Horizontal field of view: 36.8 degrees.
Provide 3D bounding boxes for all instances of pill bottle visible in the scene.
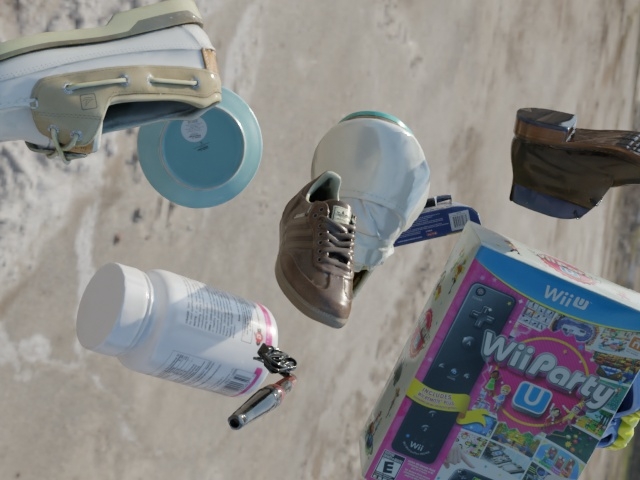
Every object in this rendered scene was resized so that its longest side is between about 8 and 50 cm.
[{"bbox_3d":[-0.220,0.138,1.490,0.283,0.160,0.160,23,74,-38],"label":"pill bottle"}]

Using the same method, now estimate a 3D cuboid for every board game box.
[{"bbox_3d":[0.205,0.162,1.077,0.097,0.224,0.303,-86,-161,-74],"label":"board game box"},{"bbox_3d":[0.145,-0.035,1.558,0.194,0.194,0.060,-108,-175,-83],"label":"board game box"}]

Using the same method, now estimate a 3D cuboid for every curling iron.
[{"bbox_3d":[-0.074,0.184,1.171,0.035,0.068,0.274,-55,178,13],"label":"curling iron"}]

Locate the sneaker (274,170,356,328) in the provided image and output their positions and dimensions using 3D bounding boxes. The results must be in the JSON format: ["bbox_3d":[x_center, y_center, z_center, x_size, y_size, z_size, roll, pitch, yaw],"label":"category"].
[{"bbox_3d":[0.000,0.000,0.861,0.071,0.066,0.188,-58,-156,24],"label":"sneaker"}]

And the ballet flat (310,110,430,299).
[{"bbox_3d":[0.037,-0.004,1.130,0.400,0.139,0.139,111,-3,-68],"label":"ballet flat"}]

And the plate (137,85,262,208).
[{"bbox_3d":[-0.175,-0.138,1.419,0.024,0.188,0.188,-146,-120,-70],"label":"plate"}]

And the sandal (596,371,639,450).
[{"bbox_3d":[0.372,0.213,1.315,0.317,0.138,0.126,87,0,-65],"label":"sandal"}]

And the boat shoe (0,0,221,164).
[{"bbox_3d":[-0.228,-0.126,0.863,0.103,0.302,0.113,66,-20,1],"label":"boat shoe"}]

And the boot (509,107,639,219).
[{"bbox_3d":[0.308,-0.066,1.043,0.082,0.219,0.106,-32,137,-52],"label":"boot"}]
